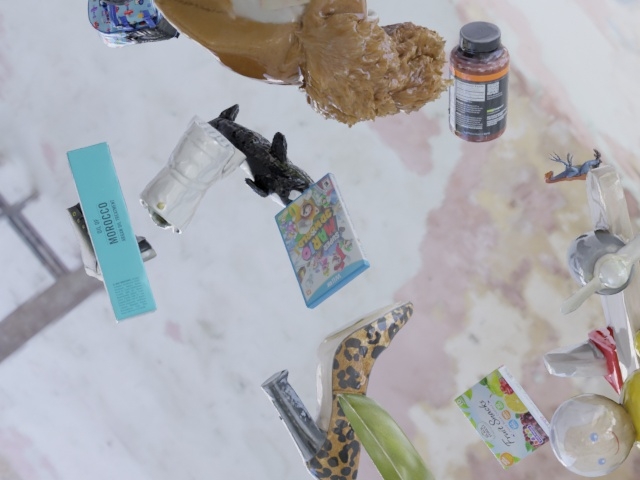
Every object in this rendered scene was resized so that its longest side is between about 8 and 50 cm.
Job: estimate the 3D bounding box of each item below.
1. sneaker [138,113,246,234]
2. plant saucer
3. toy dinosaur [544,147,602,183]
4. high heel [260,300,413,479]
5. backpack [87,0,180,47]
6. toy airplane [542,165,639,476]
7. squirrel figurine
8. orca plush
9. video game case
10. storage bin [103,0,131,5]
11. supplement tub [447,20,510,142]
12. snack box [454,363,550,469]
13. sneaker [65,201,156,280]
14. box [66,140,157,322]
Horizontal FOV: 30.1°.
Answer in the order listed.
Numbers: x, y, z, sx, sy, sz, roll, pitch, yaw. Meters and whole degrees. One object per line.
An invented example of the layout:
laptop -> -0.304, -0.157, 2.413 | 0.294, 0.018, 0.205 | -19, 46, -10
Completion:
sneaker -> -0.206, -0.098, 1.825 | 0.169, 0.108, 0.292 | -52, -179, 5
plant saucer -> 0.100, 0.278, 1.435 | 0.037, 0.241, 0.241 | -32, 180, -7
toy dinosaur -> 0.354, -0.094, 1.649 | 0.082, 0.090, 0.047 | -39, 172, 1
high heel -> 0.062, 0.210, 1.623 | 0.261, 0.186, 0.093 | -33, -176, -26
backpack -> -0.357, -0.440, 2.193 | 0.173, 0.158, 0.117 | -7, 169, 22
toy airplane -> 0.350, 0.164, 1.289 | 0.272, 0.386, 0.384 | -21, 149, -21
squirrel figurine -> 0.002, -0.309, 1.843 | 0.281, 0.397, 0.370 | -47, 168, 3
orca plush -> -0.090, -0.172, 2.257 | 0.151, 0.287, 0.102 | 0, 134, -44
video game case -> 0.000, 0.000, 1.734 | 0.119, 0.166, 0.015 | -37, 146, 27
storage bin -> -0.257, -0.404, 1.597 | 0.180, 0.122, 0.084 | -43, 162, -46
supplement tub -> 0.272, -0.274, 2.041 | 0.106, 0.106, 0.198 | -40, 141, -36
snack box -> 0.300, 0.288, 1.942 | 0.100, 0.141, 0.037 | -42, 169, 28
sneaker -> -0.331, -0.008, 1.818 | 0.083, 0.118, 0.222 | -28, -168, -28
box -> -0.293, -0.009, 1.672 | 0.060, 0.244, 0.100 | -16, 178, -11
